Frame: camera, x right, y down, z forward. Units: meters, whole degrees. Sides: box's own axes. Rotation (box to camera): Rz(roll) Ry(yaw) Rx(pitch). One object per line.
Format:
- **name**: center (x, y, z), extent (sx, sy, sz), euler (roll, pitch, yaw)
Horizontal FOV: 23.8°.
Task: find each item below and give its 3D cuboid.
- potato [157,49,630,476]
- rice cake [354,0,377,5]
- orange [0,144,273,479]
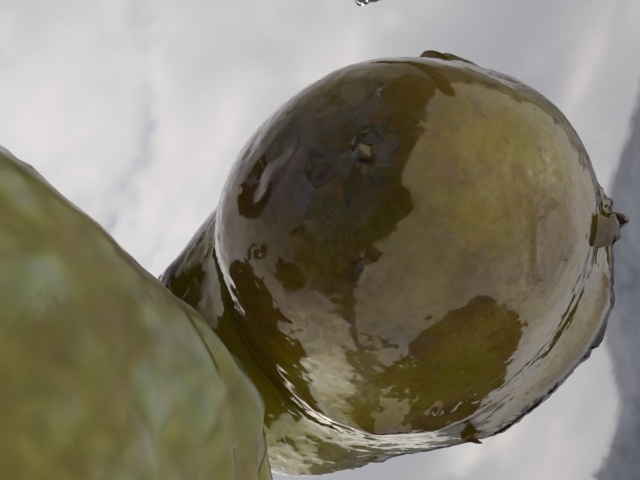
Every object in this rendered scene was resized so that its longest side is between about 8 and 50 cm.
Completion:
- **potato**: center (0.000, 0.000, 1.054), extent (0.296, 0.397, 0.290), euler (26, -122, -60)
- **rice cake**: center (0.075, -0.189, 0.978), extent (0.033, 0.207, 0.033), euler (42, -113, -20)
- **orange**: center (-0.171, 0.125, 0.383), extent (0.369, 0.270, 0.210), euler (-57, 17, 30)
